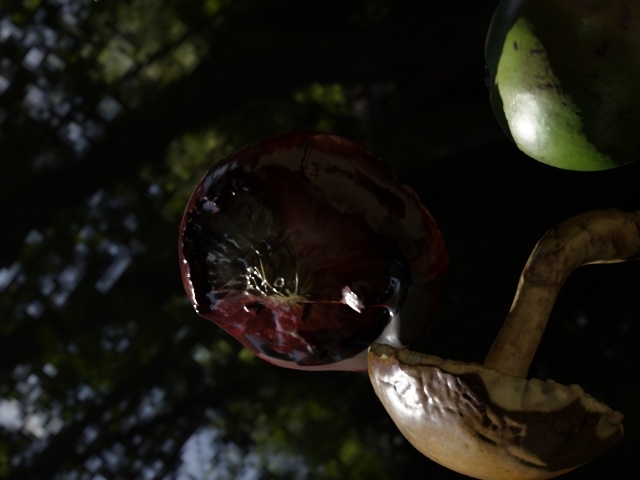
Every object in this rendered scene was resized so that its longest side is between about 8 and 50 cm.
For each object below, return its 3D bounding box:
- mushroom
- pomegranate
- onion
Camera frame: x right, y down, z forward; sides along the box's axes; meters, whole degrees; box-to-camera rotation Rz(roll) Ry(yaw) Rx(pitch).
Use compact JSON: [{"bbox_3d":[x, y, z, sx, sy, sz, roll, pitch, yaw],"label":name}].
[{"bbox_3d":[0.164,0.089,1.780,0.233,0.208,0.302,30,-139,-19],"label":"mushroom"},{"bbox_3d":[0.253,-0.163,1.711,0.241,0.190,0.159,34,150,38],"label":"pomegranate"},{"bbox_3d":[0.000,0.000,1.955,0.272,0.272,0.195,35,-143,-14],"label":"onion"}]
